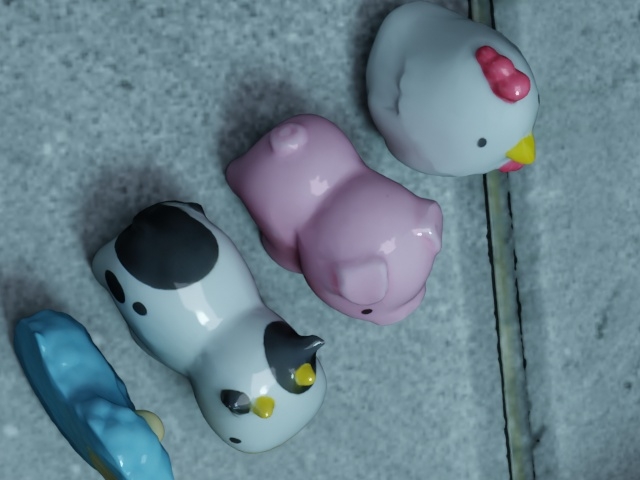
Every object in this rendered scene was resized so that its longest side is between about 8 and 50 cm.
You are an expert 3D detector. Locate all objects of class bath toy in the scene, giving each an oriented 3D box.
[{"bbox_3d":[0.000,0.000,0.960,0.348,0.129,0.151,-42,107,-16],"label":"bath toy"}]
